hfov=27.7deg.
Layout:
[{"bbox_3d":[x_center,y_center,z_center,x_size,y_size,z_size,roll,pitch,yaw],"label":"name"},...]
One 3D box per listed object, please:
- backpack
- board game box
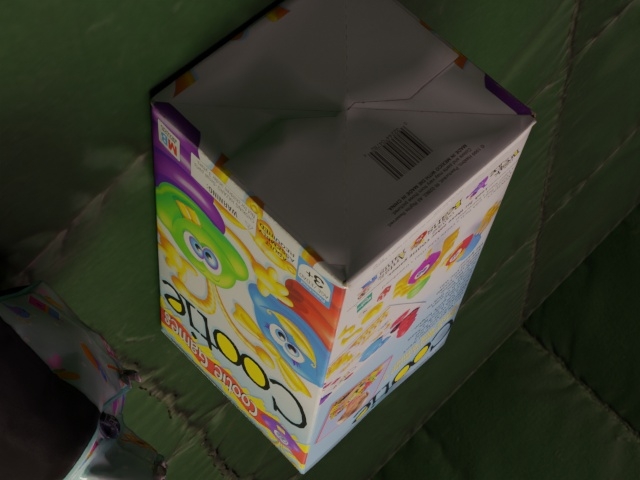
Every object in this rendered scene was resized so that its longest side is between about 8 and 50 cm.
[{"bbox_3d":[-0.155,0.104,0.588,0.166,0.144,0.188,-47,-169,3],"label":"backpack"},{"bbox_3d":[0.000,0.000,0.759,0.144,0.142,0.275,-40,162,-23],"label":"board game box"}]
